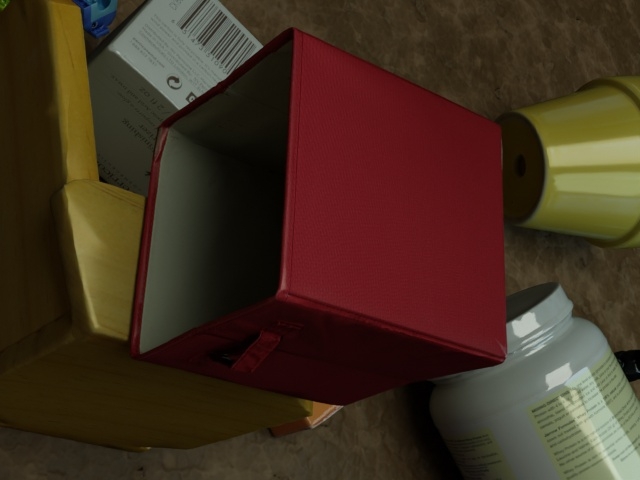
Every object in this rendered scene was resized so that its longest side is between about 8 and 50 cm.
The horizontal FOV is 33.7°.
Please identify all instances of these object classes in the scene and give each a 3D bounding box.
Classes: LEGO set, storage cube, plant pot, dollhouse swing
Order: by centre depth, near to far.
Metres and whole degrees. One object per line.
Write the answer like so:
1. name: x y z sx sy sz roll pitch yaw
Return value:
1. storage cube: 0.000 0.000 0.750 0.193 0.184 0.214 18 62 -34
2. dollhouse swing: -0.185 -0.001 0.957 0.315 0.347 0.304 19 61 -31
3. LEGO set: -0.298 -0.219 1.137 0.087 0.093 0.227 38 52 19
4. plant pot: 0.375 -0.109 1.519 0.239 0.254 0.254 -4 75 -24

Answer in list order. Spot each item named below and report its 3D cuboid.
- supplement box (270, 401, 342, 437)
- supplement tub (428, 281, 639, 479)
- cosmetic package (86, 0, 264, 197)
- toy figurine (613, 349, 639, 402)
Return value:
1. supplement box: -0.061 0.100 1.193 0.080 0.078 0.233 -32 94 -41
2. supplement tub: 0.279 0.238 1.300 0.235 0.235 0.324 -29 92 -41
3. cosmetic package: -0.174 -0.161 1.134 0.151 0.184 0.151 43 51 -17
4. toy figurine: 0.453 0.265 1.482 0.213 0.148 0.209 -38 98 -41
